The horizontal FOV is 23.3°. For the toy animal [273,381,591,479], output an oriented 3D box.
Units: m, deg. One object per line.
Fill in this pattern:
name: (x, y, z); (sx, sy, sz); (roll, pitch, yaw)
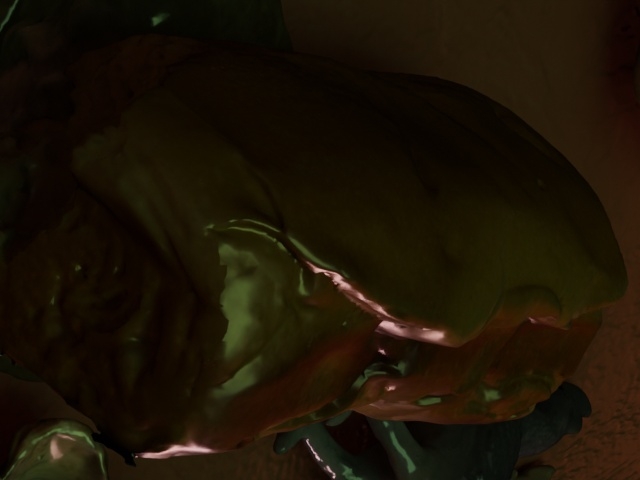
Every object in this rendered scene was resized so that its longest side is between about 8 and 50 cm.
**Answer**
toy animal: (0.050, 0.147, 0.910); (0.367, 0.081, 0.206); (-49, 122, -36)

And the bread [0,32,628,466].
bread: (0.005, -0.004, 0.697); (0.344, 0.195, 0.149); (4, 114, -57)

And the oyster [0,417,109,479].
oyster: (-0.113, 0.239, 0.834); (0.166, 0.110, 0.341); (-47, 130, -16)

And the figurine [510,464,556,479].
figurine: (0.134, 0.189, 1.054); (0.083, 0.047, 0.051); (-7, 126, -32)

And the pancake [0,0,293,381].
pancake: (-0.101, -0.049, 0.738); (0.242, 0.050, 0.242); (-32, 137, -34)

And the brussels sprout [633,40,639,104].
brussels sprout: (0.345, -0.125, 0.944); (0.294, 0.227, 0.260); (-22, 110, -20)
